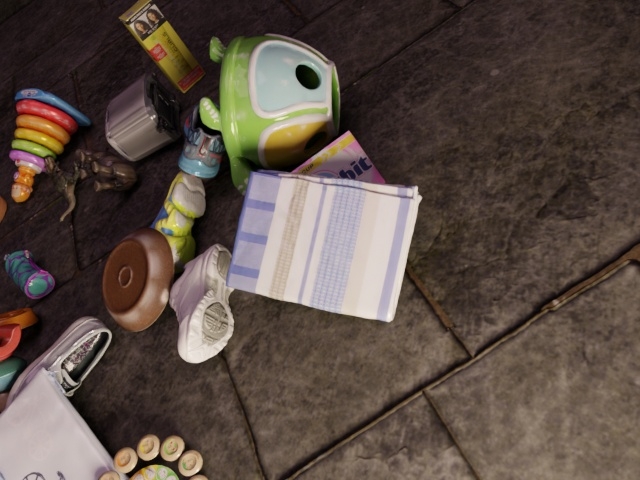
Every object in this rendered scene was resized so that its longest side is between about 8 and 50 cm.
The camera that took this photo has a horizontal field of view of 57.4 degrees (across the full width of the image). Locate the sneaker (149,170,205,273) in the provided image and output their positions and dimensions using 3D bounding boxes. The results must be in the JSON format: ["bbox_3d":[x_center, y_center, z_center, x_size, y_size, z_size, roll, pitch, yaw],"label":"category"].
[{"bbox_3d":[-0.309,-0.038,1.168,0.126,0.091,0.240,-15,50,21],"label":"sneaker"}]

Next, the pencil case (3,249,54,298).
[{"bbox_3d":[-0.649,0.073,1.300,0.152,0.064,0.070,27,97,41],"label":"pencil case"}]

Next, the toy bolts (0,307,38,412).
[{"bbox_3d":[-0.625,0.242,1.140,0.228,0.158,0.218,-3,13,41],"label":"toy bolts"}]

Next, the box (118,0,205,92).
[{"bbox_3d":[-0.396,-0.491,1.480,0.087,0.232,0.058,-44,45,-8],"label":"box"}]

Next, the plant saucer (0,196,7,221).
[{"bbox_3d":[-0.951,-0.050,1.600,0.200,0.037,0.200,-16,48,19],"label":"plant saucer"}]

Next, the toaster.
[{"bbox_3d":[-0.430,-0.291,1.419,0.146,0.129,0.227,-29,48,14],"label":"toaster"}]

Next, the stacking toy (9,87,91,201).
[{"bbox_3d":[-0.780,-0.246,1.597,0.175,0.166,0.302,7,74,30],"label":"stacking toy"}]

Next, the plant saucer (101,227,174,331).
[{"bbox_3d":[-0.352,0.070,1.092,0.199,0.036,0.198,-9,74,36],"label":"plant saucer"}]

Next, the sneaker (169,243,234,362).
[{"bbox_3d":[-0.212,0.117,1.001,0.115,0.090,0.232,-22,38,23],"label":"sneaker"}]

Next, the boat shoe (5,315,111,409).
[{"bbox_3d":[-0.466,0.238,1.048,0.081,0.079,0.227,14,60,43],"label":"boat shoe"}]

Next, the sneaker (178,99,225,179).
[{"bbox_3d":[-0.226,-0.240,1.228,0.262,0.104,0.125,-98,30,-49],"label":"sneaker"}]

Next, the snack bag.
[{"bbox_3d":[-0.472,0.414,0.897,0.323,0.037,0.342,36,78,31],"label":"snack bag"}]

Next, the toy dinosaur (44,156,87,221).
[{"bbox_3d":[-0.636,-0.157,1.480,0.118,0.064,0.268,-49,45,9],"label":"toy dinosaur"}]

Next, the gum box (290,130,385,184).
[{"bbox_3d":[0.002,-0.087,1.000,0.188,0.107,0.062,-36,3,1],"label":"gum box"}]

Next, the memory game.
[{"bbox_3d":[-0.245,0.368,0.832,0.186,0.012,0.186,-7,57,11],"label":"memory game"}]

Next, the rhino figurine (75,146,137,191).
[{"bbox_3d":[-0.524,-0.180,1.409,0.243,0.106,0.073,33,117,44],"label":"rhino figurine"}]

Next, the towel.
[{"bbox_3d":[0.000,0.000,0.907,0.285,0.034,0.209,9,83,19],"label":"towel"}]

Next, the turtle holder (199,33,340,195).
[{"bbox_3d":[-0.085,-0.236,1.091,0.227,0.243,0.320,-1,49,9],"label":"turtle holder"}]
